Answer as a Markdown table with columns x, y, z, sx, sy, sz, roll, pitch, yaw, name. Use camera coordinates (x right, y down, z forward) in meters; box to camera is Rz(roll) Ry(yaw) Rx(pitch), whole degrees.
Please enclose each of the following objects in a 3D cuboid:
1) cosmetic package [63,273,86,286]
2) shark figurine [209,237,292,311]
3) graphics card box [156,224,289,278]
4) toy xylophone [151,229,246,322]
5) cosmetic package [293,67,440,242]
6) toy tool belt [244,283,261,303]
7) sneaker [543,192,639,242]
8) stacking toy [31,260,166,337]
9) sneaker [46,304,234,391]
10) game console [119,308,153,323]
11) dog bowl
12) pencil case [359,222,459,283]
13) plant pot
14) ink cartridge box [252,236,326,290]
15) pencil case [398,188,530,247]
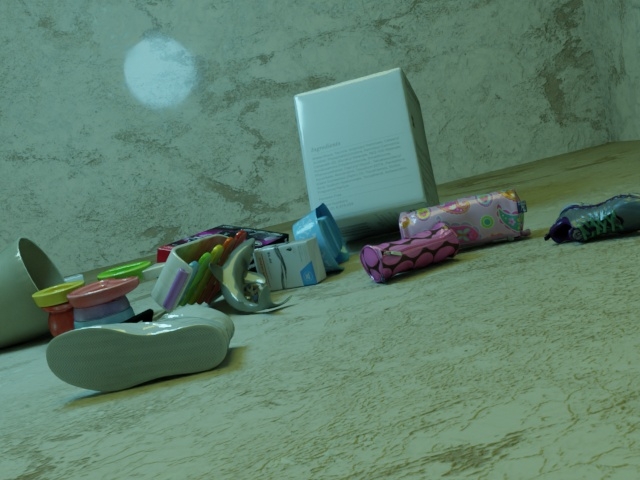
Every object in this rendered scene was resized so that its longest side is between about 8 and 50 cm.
| x | y | z | sx | sy | sz | roll | pitch | yaw | name |
| --- | --- | --- | --- | --- | --- | --- | --- | --- | --- |
| -0.785 | 0.181 | 2.203 | 0.231 | 0.117 | 0.085 | -15 | 6 | -23 | cosmetic package |
| -0.185 | 0.089 | 1.642 | 0.166 | 0.116 | 0.278 | -40 | 33 | 2 | shark figurine |
| -0.266 | 0.041 | 2.175 | 0.233 | 0.094 | 0.371 | 8 | 13 | 21 | graphics card box |
| -0.286 | 0.091 | 1.751 | 0.081 | 0.236 | 0.323 | 32 | 25 | 11 | toy xylophone |
| 0.144 | -0.235 | 2.255 | 0.328 | 0.393 | 0.329 | -12 | -12 | 15 | cosmetic package |
| -0.162 | 0.115 | 1.728 | 0.052 | 0.051 | 0.083 | -12 | 7 | 15 | toy tool belt |
| 0.540 | -0.028 | 1.480 | 0.098 | 0.083 | 0.224 | -41 | 14 | -27 | sneaker |
| -0.478 | 0.147 | 1.775 | 0.280 | 0.130 | 0.309 | -20 | 11 | -38 | stacking toy |
| -0.288 | 0.175 | 1.285 | 0.293 | 0.108 | 0.169 | -4 | 5 | 3 | sneaker |
| -0.397 | 0.188 | 1.522 | 0.071 | 0.107 | 0.122 | 18 | 17 | 15 | game console |
| 0.000 | 0.000 | 1.955 | 0.074 | 0.165 | 0.297 | -24 | 5 | 9 | dog bowl |
| 0.193 | 0.023 | 1.619 | 0.209 | 0.095 | 0.098 | -19 | -27 | -25 | pencil case |
| -0.804 | 0.169 | 1.943 | 0.274 | 0.256 | 0.256 | -31 | 7 | -3 | plant pot |
| -0.088 | 0.061 | 1.818 | 0.180 | 0.104 | 0.060 | -11 | 8 | 25 | ink cartridge box |
| 0.322 | -0.035 | 1.742 | 0.284 | 0.124 | 0.124 | -12 | 7 | 11 | pencil case |
